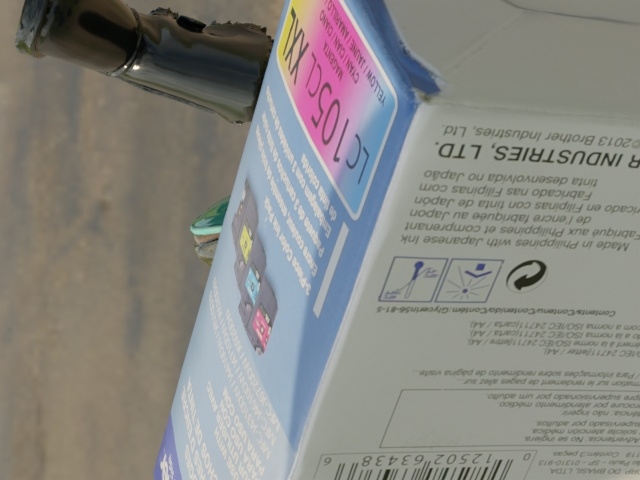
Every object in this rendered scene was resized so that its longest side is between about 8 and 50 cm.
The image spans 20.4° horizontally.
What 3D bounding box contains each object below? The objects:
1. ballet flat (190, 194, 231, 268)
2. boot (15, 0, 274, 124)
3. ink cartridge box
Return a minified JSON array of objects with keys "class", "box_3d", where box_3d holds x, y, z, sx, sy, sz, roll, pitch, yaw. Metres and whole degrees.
[{"class":"ballet flat","box_3d":[0.000,0.000,1.305,0.096,0.095,0.280,56,157,-12]},{"class":"boot","box_3d":[-0.139,-0.170,1.514,0.246,0.207,0.094,61,-134,-89]},{"class":"ink cartridge box","box_3d":[0.085,0.064,0.821,0.151,0.270,0.395,-113,33,-49]}]
